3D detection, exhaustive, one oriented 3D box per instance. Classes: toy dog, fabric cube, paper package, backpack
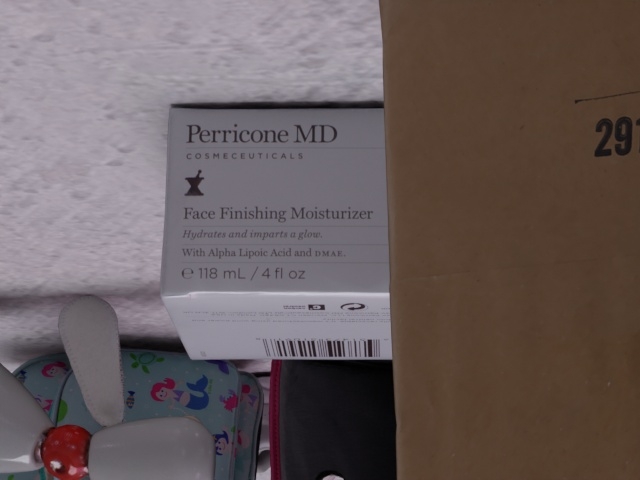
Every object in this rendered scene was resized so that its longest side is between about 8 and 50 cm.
[{"bbox_3d":[-0.243,0.138,1.648,0.333,0.161,0.220,29,122,1],"label":"toy dog"},{"bbox_3d":[0.125,0.200,1.720,0.258,0.254,0.259,6,164,-26],"label":"fabric cube"},{"bbox_3d":[0.201,0.009,0.891,0.324,0.310,0.168,-10,162,30],"label":"paper package"},{"bbox_3d":[-0.184,0.209,1.812,0.253,0.225,0.191,7,148,-1],"label":"backpack"}]

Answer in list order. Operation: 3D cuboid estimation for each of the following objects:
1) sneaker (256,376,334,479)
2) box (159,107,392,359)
[{"bbox_3d":[0.020,0.188,1.929,0.232,0.115,0.090,-7,164,24],"label":"sneaker"},{"bbox_3d":[0.000,0.000,1.223,0.181,0.119,0.182,0,164,2],"label":"box"}]
